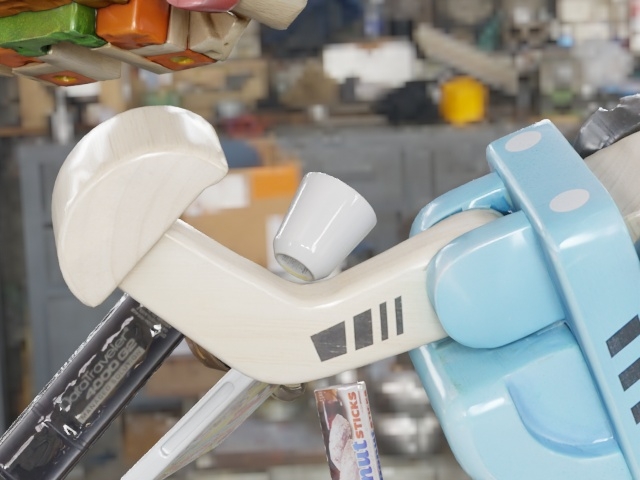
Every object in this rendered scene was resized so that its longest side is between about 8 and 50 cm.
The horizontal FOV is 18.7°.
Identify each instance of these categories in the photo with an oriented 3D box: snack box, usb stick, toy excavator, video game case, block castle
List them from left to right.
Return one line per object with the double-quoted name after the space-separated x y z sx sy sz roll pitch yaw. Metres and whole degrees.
-0.242 -0.330 1.925 0.453 0.303 0.213 -5 -12 34 "block castle"
-0.224 0.143 1.963 0.077 0.278 0.045 40 0 2 "usb stick"
-0.079 0.151 1.888 0.206 0.026 0.227 -45 -7 18 "video game case"
0.041 0.272 2.481 0.064 0.178 0.022 -9 5 16 "snack box"
0.095 0.049 1.313 0.445 0.433 0.222 -25 27 0 "toy excavator"

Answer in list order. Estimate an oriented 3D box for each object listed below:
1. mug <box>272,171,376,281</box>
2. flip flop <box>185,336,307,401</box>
0.002 -0.001 1.402 0.062 0.078 0.064 13 61 42 "mug"
-0.119 0.095 2.178 0.277 0.080 0.112 39 14 26 "flip flop"
